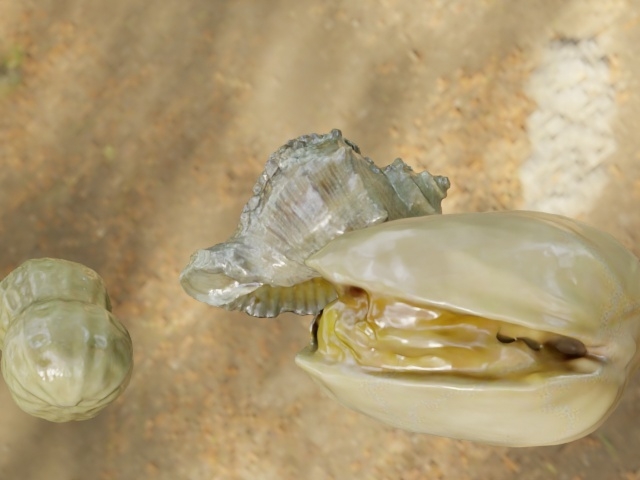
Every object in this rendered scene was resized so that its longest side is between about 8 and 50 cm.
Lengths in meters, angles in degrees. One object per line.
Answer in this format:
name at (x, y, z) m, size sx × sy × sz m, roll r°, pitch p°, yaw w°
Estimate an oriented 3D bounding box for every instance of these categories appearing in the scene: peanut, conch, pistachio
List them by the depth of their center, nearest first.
peanut at (-0.158, 0.057, 1.067) m, size 0.082 × 0.082 × 0.187 m, roll -45°, pitch 24°, yaw 1°
pistachio at (0.098, 0.052, 1.145) m, size 0.229 × 0.157 × 0.157 m, roll 4°, pitch 55°, yaw 9°
conch at (0.000, 0.000, 1.481) m, size 0.245 × 0.178 × 0.163 m, roll -24°, pitch 37°, yaw 13°
